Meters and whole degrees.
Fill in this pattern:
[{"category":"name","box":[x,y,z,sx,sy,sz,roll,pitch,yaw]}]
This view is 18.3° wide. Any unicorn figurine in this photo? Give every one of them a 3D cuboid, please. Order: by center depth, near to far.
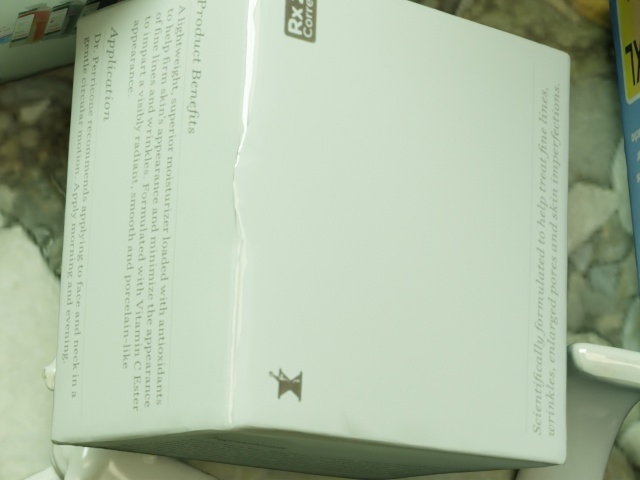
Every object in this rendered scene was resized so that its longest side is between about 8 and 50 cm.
[{"category":"unicorn figurine","box":[-0.085,0.103,0.837,0.162,0.060,0.111,38,72,-20]}]

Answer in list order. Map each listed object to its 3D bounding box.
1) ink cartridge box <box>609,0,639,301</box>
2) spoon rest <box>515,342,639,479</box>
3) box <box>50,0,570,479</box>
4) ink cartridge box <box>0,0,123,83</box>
[{"category":"ink cartridge box","box":[0.290,0.054,0.871,0.270,0.151,0.396,0,77,-18]},{"category":"spoon rest","box":[0.101,0.181,0.857,0.137,0.084,0.276,12,89,-9]},{"category":"box","box":[0.000,0.000,0.804,0.182,0.119,0.181,12,75,-40]},{"category":"ink cartridge box","box":[-0.124,-0.150,0.815,0.127,0.176,0.128,-17,83,-18]}]
